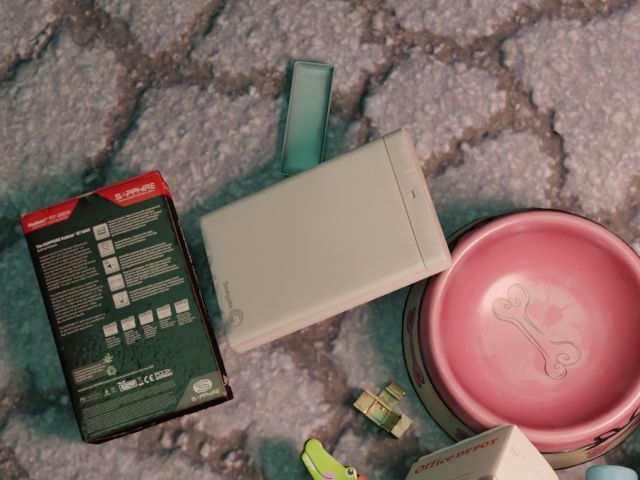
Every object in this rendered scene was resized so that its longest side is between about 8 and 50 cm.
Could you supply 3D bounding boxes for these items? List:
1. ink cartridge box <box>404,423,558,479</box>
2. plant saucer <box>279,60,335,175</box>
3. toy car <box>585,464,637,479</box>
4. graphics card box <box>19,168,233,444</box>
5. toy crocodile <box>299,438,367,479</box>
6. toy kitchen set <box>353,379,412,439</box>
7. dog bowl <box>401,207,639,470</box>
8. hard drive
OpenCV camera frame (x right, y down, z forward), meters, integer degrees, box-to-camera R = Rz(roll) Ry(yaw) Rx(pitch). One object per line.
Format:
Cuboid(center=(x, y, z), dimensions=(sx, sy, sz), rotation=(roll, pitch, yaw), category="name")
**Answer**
Cuboid(center=(0.184, 0.404, 1.683), dimensions=(0.117, 0.207, 0.283), rotation=(50, 40, -12), category="ink cartridge box")
Cuboid(center=(-0.020, -0.192, 1.993), dimensions=(0.067, 0.018, 0.192), rotation=(7, 78, 4), category="plant saucer")
Cuboid(center=(0.325, 0.438, 1.760), dimensions=(0.238, 0.210, 0.219), rotation=(1, 67, 16), category="toy car")
Cuboid(center=(-0.297, 0.103, 1.906), dimensions=(0.233, 0.094, 0.370), rotation=(-19, 77, -2), category="graphics card box")
Cuboid(center=(0.076, 0.432, 1.808), dimensions=(0.105, 0.115, 0.340), rotation=(-31, 80, -8), category="toy crocodile")
Cuboid(center=(0.103, 0.245, 1.863), dimensions=(0.083, 0.075, 0.068), rotation=(38, 81, 5), category="toy kitchen set")
Cuboid(center=(0.325, 0.134, 1.839), dimensions=(0.408, 0.150, 0.407), rotation=(-1, 78, 3), category="dog bowl")
Cuboid(center=(0.000, 0.000, 1.864), dimensions=(0.353, 0.047, 0.233), rotation=(-23, 62, 14), category="hard drive")
